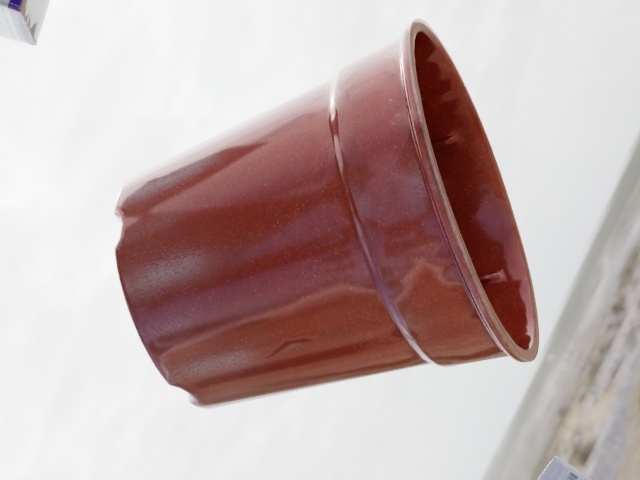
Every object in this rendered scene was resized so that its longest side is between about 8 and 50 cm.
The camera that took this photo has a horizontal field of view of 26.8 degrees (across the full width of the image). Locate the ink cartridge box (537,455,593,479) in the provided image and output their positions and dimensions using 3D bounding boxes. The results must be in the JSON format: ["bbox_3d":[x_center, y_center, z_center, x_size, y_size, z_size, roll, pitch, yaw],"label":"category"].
[{"bbox_3d":[0.190,0.198,0.956,0.048,0.083,0.028,-52,-35,-6],"label":"ink cartridge box"}]

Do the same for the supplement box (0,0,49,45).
[{"bbox_3d":[-0.326,-0.251,1.083,0.114,0.220,0.111,128,157,-81],"label":"supplement box"}]

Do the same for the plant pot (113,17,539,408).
[{"bbox_3d":[0.000,0.000,1.049,0.272,0.265,0.272,-18,-90,-73],"label":"plant pot"}]
